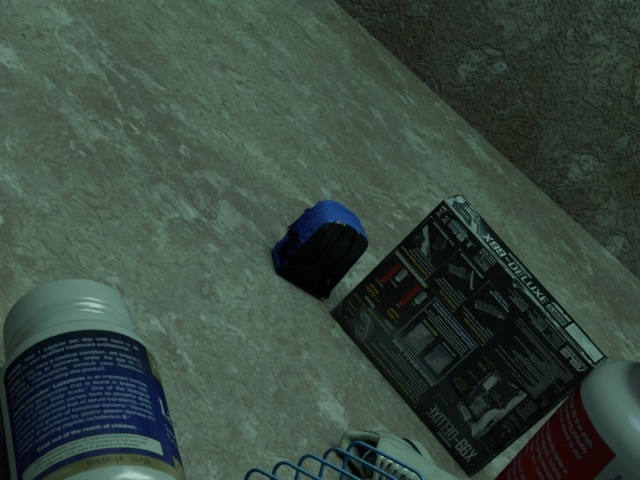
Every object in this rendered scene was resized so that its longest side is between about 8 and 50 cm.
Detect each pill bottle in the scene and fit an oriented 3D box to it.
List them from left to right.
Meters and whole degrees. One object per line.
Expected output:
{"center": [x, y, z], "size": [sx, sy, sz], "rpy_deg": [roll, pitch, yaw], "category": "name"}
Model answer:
{"center": [-0.214, 0.168, 1.319], "size": [0.153, 0.153, 0.264], "rpy_deg": [27, 29, -37], "category": "pill bottle"}
{"center": [0.353, 0.293, 1.714], "size": [0.229, 0.407, 0.229], "rpy_deg": [29, 25, -15], "category": "pill bottle"}

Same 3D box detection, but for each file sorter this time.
{"center": [0.011, 0.277, 1.452], "size": [0.118, 0.104, 0.170], "rpy_deg": [23, 18, 37], "category": "file sorter"}

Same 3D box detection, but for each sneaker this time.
{"center": [0.105, 0.291, 1.693], "size": [0.095, 0.090, 0.235], "rpy_deg": [28, 0, -31], "category": "sneaker"}

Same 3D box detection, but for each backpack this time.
{"center": [0.000, 0.000, 2.026], "size": [0.098, 0.120, 0.101], "rpy_deg": [28, 28, -33], "category": "backpack"}

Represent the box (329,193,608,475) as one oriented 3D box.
{"center": [0.200, 0.130, 1.985], "size": [0.307, 0.242, 0.076], "rpy_deg": [48, 23, 11], "category": "box"}
